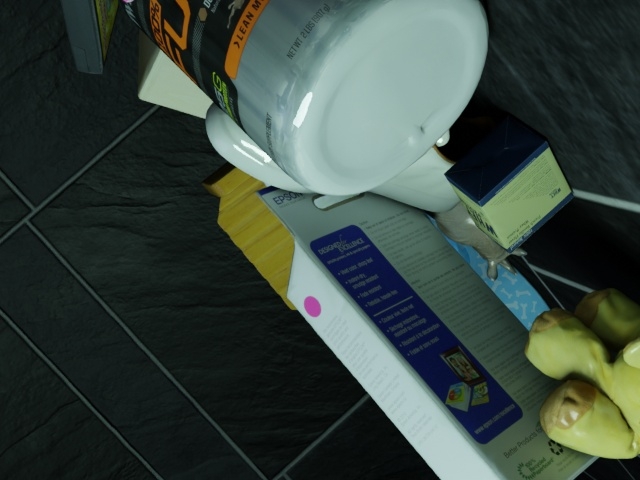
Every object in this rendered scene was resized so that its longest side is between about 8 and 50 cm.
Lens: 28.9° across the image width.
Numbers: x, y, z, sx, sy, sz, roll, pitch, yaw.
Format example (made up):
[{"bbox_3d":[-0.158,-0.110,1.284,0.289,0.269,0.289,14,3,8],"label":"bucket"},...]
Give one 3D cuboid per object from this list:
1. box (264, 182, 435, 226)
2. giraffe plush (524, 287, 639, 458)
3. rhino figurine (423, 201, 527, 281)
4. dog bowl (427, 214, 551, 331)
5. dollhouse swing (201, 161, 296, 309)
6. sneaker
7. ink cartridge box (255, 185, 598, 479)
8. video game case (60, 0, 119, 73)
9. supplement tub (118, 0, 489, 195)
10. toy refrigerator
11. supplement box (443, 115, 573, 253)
[{"bbox_3d":[0.013,-0.069,1.380,0.231,0.127,0.262,56,-179,0],"label":"box"},{"bbox_3d":[0.287,0.108,1.032,0.170,0.181,0.210,106,142,-58],"label":"giraffe plush"},{"bbox_3d":[0.162,-0.037,1.427,0.243,0.073,0.106,49,178,-29],"label":"rhino figurine"},{"bbox_3d":[0.205,0.048,1.701,0.297,0.074,0.166,45,174,39],"label":"dog bowl"},{"bbox_3d":[0.000,0.000,2.021,0.347,0.315,0.305,50,-165,-14],"label":"dollhouse swing"},{"bbox_3d":[0.039,-0.109,1.144,0.290,0.123,0.106,7,-126,-31],"label":"sneaker"},{"bbox_3d":[0.098,0.084,1.139,0.176,0.069,0.371,-23,-112,-48],"label":"ink cartridge box"},{"bbox_3d":[-0.214,-0.340,1.206,0.035,0.248,0.275,8,154,-1],"label":"video game case"},{"bbox_3d":[-0.039,-0.210,1.032,0.338,0.207,0.207,45,174,32],"label":"supplement tub"},{"bbox_3d":[-0.145,-0.258,1.401,0.102,0.094,0.269,15,-137,-22],"label":"toy refrigerator"},{"bbox_3d":[0.173,-0.050,1.133,0.056,0.083,0.083,45,176,46],"label":"supplement box"}]
